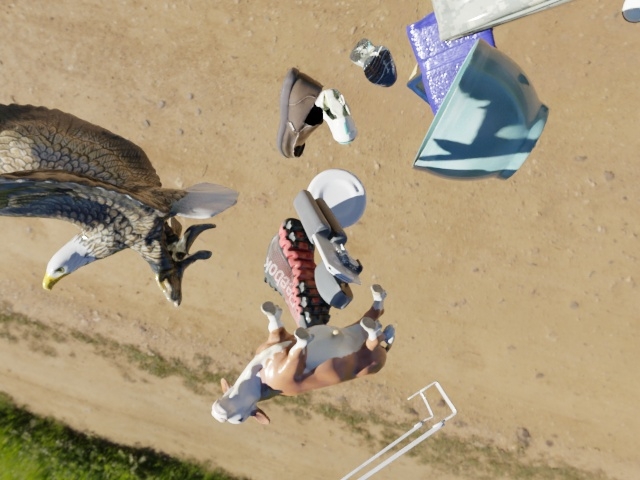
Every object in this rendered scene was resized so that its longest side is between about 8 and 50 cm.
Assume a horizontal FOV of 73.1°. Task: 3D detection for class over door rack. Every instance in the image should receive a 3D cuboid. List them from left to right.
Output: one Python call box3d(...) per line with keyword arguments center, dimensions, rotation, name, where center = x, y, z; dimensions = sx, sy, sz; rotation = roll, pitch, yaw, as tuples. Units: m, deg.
box3d(center=(0.105, 0.394, 0.724), dimensions=(0.108, 0.324, 0.240), rotation=(44, 166, 20), name="over door rack")

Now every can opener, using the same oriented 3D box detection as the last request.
box3d(center=(0.000, 0.000, 0.768), dimensions=(0.074, 0.280, 0.093), rotation=(29, 113, -30), name="can opener")

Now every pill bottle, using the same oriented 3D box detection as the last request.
box3d(center=(0.034, -0.102, 1.179), dimensions=(0.152, 0.272, 0.153), rotation=(0, 90, -3), name="pill bottle")

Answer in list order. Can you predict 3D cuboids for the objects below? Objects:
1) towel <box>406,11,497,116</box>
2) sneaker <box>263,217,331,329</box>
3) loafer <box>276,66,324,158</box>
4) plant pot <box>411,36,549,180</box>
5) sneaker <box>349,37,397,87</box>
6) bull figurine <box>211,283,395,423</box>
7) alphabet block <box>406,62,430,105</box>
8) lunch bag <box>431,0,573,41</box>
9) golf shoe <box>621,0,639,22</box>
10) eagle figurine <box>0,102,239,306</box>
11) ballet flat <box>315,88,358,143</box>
box3d(center=(0.401, -0.518, 1.252), dimensions=(0.227, 0.076, 0.309), rotation=(-10, 110, 37), name="towel")
box3d(center=(-0.058, 0.090, 0.964), dimensions=(0.097, 0.276, 0.135), rotation=(14, 139, -42), name="sneaker")
box3d(center=(-0.060, -0.372, 1.371), dimensions=(0.130, 0.134, 0.366), rotation=(19, 158, 3), name="loafer")
box3d(center=(0.350, -0.247, 0.926), dimensions=(0.196, 0.293, 0.293), rotation=(26, 124, 4), name="plant pot")
box3d(center=(0.206, -0.586, 1.447), dimensions=(0.122, 0.283, 0.110), rotation=(21, 122, -34), name="sneaker")
box3d(center=(-0.018, 0.176, 0.665), dimensions=(0.310, 0.101, 0.189), rotation=(-10, 135, -27), name="bull figurine")
box3d(center=(0.465, -0.614, 1.560), dimensions=(0.193, 0.197, 0.192), rotation=(32, 164, -19), name="alphabet block")
box3d(center=(0.248, -0.387, 0.456), dimensions=(0.304, 0.212, 0.256), rotation=(-1, 114, 41), name="lunch bag")
box3d(center=(0.786, -0.589, 0.957), dimensions=(0.105, 0.120, 0.273), rotation=(56, 157, 3), name="golf shoe")
box3d(center=(-0.270, -0.042, 0.507), dimensions=(0.226, 0.225, 0.298), rotation=(-8, 139, 34), name="eagle figurine")
box3d(center=(0.061, -0.555, 1.803), dimensions=(0.139, 0.401, 0.139), rotation=(-9, 134, -10), name="ballet flat")
